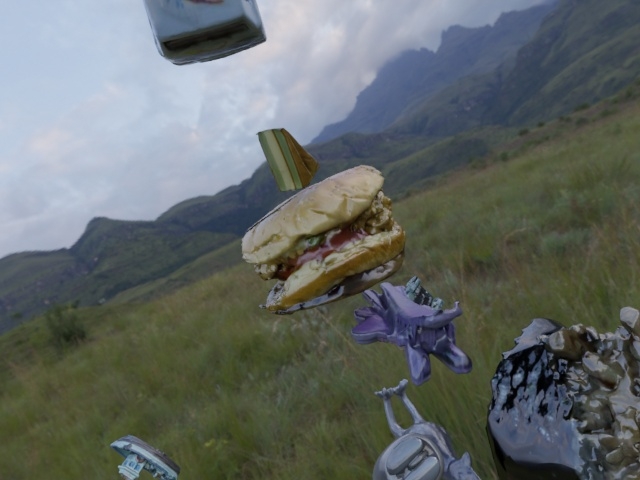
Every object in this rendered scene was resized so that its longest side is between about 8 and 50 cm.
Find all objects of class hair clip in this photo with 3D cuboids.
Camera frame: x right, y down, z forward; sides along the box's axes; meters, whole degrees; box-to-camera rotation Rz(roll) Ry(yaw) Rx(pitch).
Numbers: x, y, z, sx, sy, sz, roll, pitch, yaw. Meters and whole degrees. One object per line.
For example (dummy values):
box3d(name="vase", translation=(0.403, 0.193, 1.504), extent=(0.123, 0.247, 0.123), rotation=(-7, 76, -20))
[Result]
box3d(name="hair clip", translation=(0.111, 0.114, 0.640), extent=(0.137, 0.090, 0.278), rotation=(-10, 2, -7))

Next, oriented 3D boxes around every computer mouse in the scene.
box3d(name="computer mouse", translation=(0.094, 0.260, 0.537), extent=(0.039, 0.066, 0.096), rotation=(-11, -40, -50))

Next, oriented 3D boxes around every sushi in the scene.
box3d(name="sushi", translation=(0.298, 0.189, 0.458), extent=(0.239, 0.224, 0.219), rotation=(18, -15, -30))

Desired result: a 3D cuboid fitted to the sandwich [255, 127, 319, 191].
box3d(name="sandwich", translation=(-0.076, -0.216, 1.165), extent=(0.080, 0.163, 0.113), rotation=(-7, 33, 27))

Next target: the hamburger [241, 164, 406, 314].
box3d(name="hamburger", translation=(0.000, 0.000, 0.711), extent=(0.245, 0.162, 0.244), rotation=(-22, 6, 2))

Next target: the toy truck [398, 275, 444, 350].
box3d(name="toy truck", translation=(0.238, 0.200, 1.291), extent=(0.140, 0.108, 0.257), rotation=(-48, -3, 26))

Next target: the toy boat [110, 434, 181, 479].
box3d(name="toy boat", translation=(-0.331, 0.419, 0.894), extent=(0.059, 0.140, 0.066), rotation=(-52, 3, 42))

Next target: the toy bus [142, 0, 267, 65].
box3d(name="toy bus", translation=(-0.137, -0.320, 0.386), extent=(0.109, 0.329, 0.136), rotation=(-15, 17, 2))

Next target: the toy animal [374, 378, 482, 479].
box3d(name="toy animal", translation=(0.167, 0.345, 0.832), extent=(0.081, 0.205, 0.367), rotation=(-24, -19, -16))
